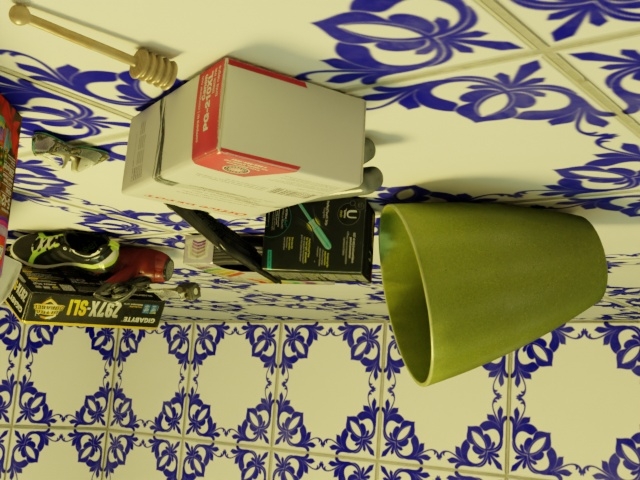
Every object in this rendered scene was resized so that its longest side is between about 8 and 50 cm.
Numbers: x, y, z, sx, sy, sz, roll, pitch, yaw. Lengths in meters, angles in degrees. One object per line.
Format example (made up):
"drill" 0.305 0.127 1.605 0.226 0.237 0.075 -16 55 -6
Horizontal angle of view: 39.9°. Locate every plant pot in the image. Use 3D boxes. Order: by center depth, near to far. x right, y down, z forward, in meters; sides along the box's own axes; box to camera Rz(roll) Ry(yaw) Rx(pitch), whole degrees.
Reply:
"plant pot" 0.264 0.056 1.325 0.293 0.275 0.275 -10 171 -8

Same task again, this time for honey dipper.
"honey dipper" -0.203 -0.177 0.795 0.161 0.030 0.030 19 163 -39

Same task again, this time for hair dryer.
"hair dryer" -0.412 0.063 1.900 0.223 0.080 0.293 2 -169 -39

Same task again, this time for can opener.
"can opener" -0.037 -0.088 1.137 0.280 0.074 0.093 -3 -158 43

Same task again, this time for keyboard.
"keyboard" -0.166 -0.019 1.385 0.201 0.033 0.317 38 178 17

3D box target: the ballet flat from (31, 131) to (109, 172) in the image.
"ballet flat" -0.331 -0.110 1.163 0.041 0.041 0.114 -5 166 41

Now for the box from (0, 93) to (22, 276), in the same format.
"box" -0.386 -0.081 0.901 0.057 0.201 0.293 5 170 -1

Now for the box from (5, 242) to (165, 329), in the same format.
"box" -0.540 0.101 1.938 0.322 0.079 0.257 8 -164 -43

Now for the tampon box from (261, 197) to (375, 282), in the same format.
"tampon box" 0.000 0.000 1.402 0.161 0.120 0.101 2 169 13

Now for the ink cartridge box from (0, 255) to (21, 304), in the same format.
"ink cartridge box" -0.731 0.005 1.505 0.385 0.091 0.308 30 160 -23

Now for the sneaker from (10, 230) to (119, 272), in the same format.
"sneaker" -0.530 0.005 1.828 0.235 0.084 0.097 3 145 1

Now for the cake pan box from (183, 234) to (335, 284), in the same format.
"cake pan box" -0.120 0.040 1.821 0.246 0.070 0.267 -1 168 18

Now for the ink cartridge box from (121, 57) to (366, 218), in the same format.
"ink cartridge box" -0.089 -0.099 0.959 0.172 0.100 0.237 11 166 -33
